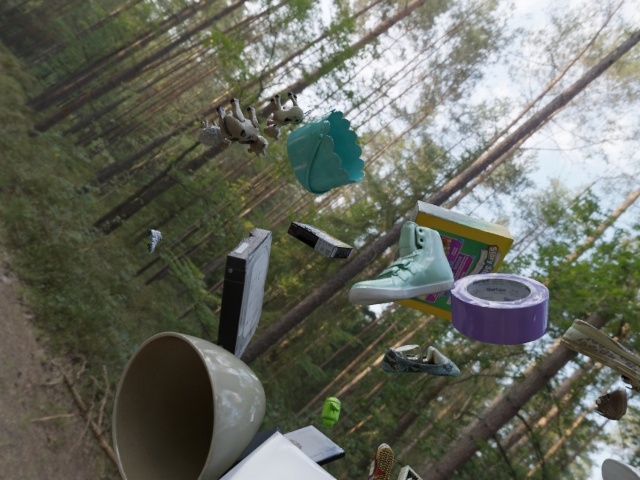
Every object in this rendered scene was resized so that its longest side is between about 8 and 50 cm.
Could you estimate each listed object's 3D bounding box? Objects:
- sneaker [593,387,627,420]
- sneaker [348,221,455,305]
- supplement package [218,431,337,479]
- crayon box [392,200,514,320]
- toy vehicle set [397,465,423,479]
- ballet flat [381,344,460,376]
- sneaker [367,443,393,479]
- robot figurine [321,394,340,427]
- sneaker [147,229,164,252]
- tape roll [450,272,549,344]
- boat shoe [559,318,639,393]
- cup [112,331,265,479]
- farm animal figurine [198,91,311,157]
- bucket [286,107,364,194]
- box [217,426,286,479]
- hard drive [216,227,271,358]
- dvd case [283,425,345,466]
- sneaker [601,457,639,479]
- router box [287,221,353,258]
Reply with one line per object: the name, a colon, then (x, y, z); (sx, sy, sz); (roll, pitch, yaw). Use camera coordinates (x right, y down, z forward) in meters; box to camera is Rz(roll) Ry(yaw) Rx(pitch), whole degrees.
sneaker: (0.925, 0.525, 1.278); (0.071, 0.066, 0.188); (4, -42, 28)
sneaker: (0.149, 0.042, 0.788); (0.094, 0.256, 0.150); (-25, -106, 54)
supplement package: (-0.102, 0.522, 0.711); (0.204, 0.262, 0.145); (24, -63, 33)
crayon box: (0.421, 0.083, 1.370); (0.313, 0.106, 0.362); (17, -61, 2)
toy vehicle set: (0.281, 0.866, 1.226); (0.166, 0.267, 0.035); (43, -53, 3)
ballet flat: (0.230, 0.267, 0.896); (0.070, 0.189, 0.070); (-174, -90, -75)
sneaker: (0.199, 0.789, 1.357); (0.070, 0.185, 0.084); (24, -13, 7)
robot figurine: (0.041, 0.667, 1.563); (0.067, 0.115, 0.101); (13, -43, 7)
sneaker: (-0.693, 0.005, 1.694); (0.038, 0.098, 0.069); (6, 1, 33)
tape roll: (0.374, 0.138, 0.845); (0.189, 0.189, 0.080); (22, -57, 61)
boat shoe: (0.784, 0.328, 1.049); (0.285, 0.089, 0.105); (40, 7, 28)
cup: (-0.263, 0.380, 0.901); (0.331, 0.331, 0.237); (39, 10, 35)
farm animal figurine: (-0.242, -0.411, 1.491); (0.330, 0.327, 0.172); (-22, -100, 42)
bucket: (0.021, -0.305, 1.422); (0.183, 0.281, 0.281); (-16, -56, 27)
box: (-0.212, 0.751, 1.330); (0.184, 0.261, 0.103); (58, 22, -17)
hard drive: (-0.216, 0.158, 1.142); (0.064, 0.338, 0.237); (14, 20, 5)
dvd case: (-0.049, 0.780, 1.512); (0.253, 0.181, 0.022); (-1, -88, 59)
sneaker: (0.908, 0.684, 1.035); (0.169, 0.108, 0.292); (14, 2, -10)
router box: (0.000, 0.000, 1.289); (0.179, 0.046, 0.133); (30, 11, 28)
